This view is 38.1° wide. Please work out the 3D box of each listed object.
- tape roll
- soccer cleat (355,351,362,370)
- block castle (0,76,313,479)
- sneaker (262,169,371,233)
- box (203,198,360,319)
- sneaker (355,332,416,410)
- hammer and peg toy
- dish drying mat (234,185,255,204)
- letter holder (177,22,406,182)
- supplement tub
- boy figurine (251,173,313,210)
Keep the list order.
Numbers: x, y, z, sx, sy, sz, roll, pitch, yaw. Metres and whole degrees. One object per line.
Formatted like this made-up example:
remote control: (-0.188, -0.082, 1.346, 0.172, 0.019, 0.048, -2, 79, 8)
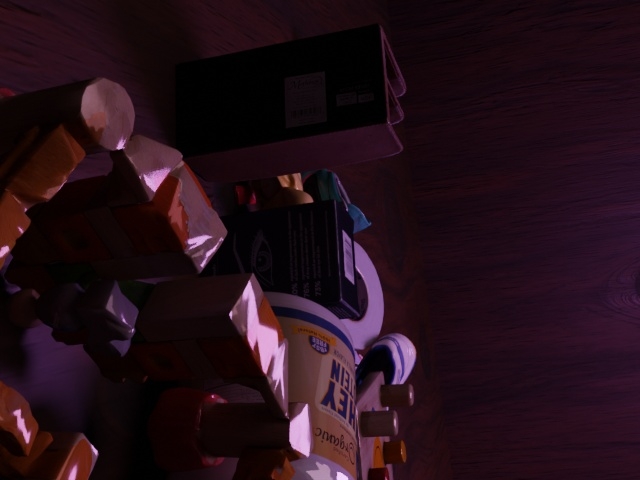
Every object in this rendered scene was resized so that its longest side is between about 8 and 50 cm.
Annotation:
tape roll: (0.032, 0.106, 1.764, 0.219, 0.072, 0.219, 27, 55, -47)
soccer cleat: (0.041, 0.238, 1.879, 0.095, 0.083, 0.248, -42, 123, -55)
block castle: (-0.205, 0.118, 0.745, 0.453, 0.213, 0.303, 63, 34, -34)
sneaker: (0.000, 0.000, 1.628, 0.124, 0.178, 0.295, 38, 46, -70)
box: (-0.058, 0.040, 1.331, 0.108, 0.207, 0.153, 45, 40, -66)
sneaker: (0.081, 0.315, 1.790, 0.131, 0.112, 0.296, 9, 101, -68)
hammer and peg toy: (0.068, 0.345, 1.376, 0.361, 0.127, 0.266, -12, 97, -77)
dish drying mat: (-0.125, -0.076, 1.534, 0.083, 0.008, 0.032, -15, 97, -76)
letter holder: (-0.030, -0.175, 1.366, 0.214, 0.302, 0.152, 46, 38, -66)
supplement tub: (-0.068, 0.245, 1.107, 0.228, 0.228, 0.316, 66, 17, -46)
boy figurine: (-0.063, -0.018, 1.486, 0.177, 0.092, 0.285, -40, -135, 54)
